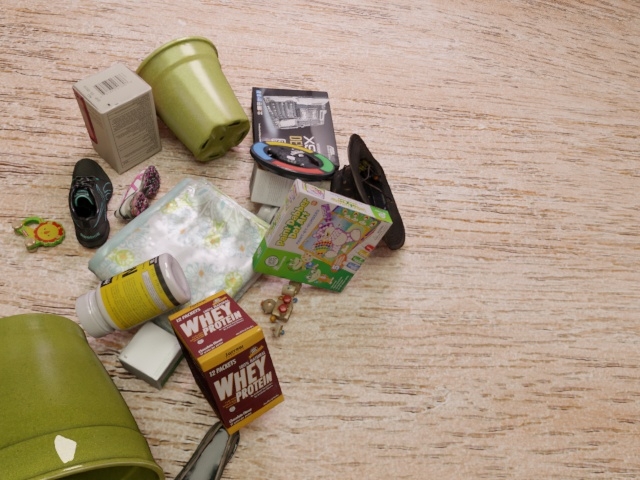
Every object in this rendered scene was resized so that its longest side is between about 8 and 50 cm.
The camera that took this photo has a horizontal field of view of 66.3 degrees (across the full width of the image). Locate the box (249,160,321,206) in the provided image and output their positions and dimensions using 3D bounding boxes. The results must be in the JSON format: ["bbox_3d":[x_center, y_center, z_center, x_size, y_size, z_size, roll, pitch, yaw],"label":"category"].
[{"bbox_3d":[-0.098,-0.151,1.316,0.171,0.091,0.130,10,21,-15],"label":"box"}]

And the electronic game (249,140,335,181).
[{"bbox_3d":[-0.072,-0.212,1.284,0.229,0.048,0.229,14,25,-7],"label":"electronic game"}]

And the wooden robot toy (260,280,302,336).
[{"bbox_3d":[-0.106,0.152,1.191,0.079,0.076,0.173,15,56,11],"label":"wooden robot toy"}]

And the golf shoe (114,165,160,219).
[{"bbox_3d":[-0.481,-0.130,1.285,0.086,0.067,0.186,-6,45,14],"label":"golf shoe"}]

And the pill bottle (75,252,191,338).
[{"bbox_3d":[-0.394,0.119,1.039,0.209,0.119,0.119,-25,65,-3],"label":"pill bottle"}]

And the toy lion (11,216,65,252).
[{"bbox_3d":[-0.686,-0.022,1.203,0.096,0.034,0.100,-33,70,-34],"label":"toy lion"}]

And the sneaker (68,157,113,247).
[{"bbox_3d":[-0.580,-0.116,1.237,0.101,0.106,0.267,-12,61,-16],"label":"sneaker"}]

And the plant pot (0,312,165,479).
[{"bbox_3d":[-0.509,0.332,0.860,0.367,0.366,0.353,-20,53,-22],"label":"plant pot"}]

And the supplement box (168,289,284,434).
[{"bbox_3d":[-0.192,0.240,0.999,0.129,0.194,0.191,-27,32,-24],"label":"supplement box"}]

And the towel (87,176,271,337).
[{"bbox_3d":[-0.314,0.032,1.208,0.321,0.090,0.374,34,59,11],"label":"towel"}]

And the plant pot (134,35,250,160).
[{"bbox_3d":[-0.337,-0.374,1.370,0.276,0.276,0.254,-33,81,-26],"label":"plant pot"}]

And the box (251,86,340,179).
[{"bbox_3d":[-0.082,-0.323,1.477,0.243,0.076,0.307,0,59,-11],"label":"box"}]

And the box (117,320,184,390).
[{"bbox_3d":[-0.362,0.249,1.066,0.102,0.087,0.101,28,58,7],"label":"box"}]

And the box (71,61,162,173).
[{"bbox_3d":[-0.527,-0.318,1.293,0.127,0.232,0.149,41,60,14],"label":"box"}]

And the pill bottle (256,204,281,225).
[{"bbox_3d":[-0.096,-0.048,1.306,0.137,0.078,0.078,28,58,7],"label":"pill bottle"}]

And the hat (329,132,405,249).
[{"bbox_3d":[0.105,-0.113,1.334,0.134,0.331,0.331,-22,58,21],"label":"hat"}]

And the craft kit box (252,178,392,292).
[{"bbox_3d":[0.000,0.000,1.155,0.247,0.250,0.061,18,35,-22],"label":"craft kit box"}]

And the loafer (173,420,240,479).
[{"bbox_3d":[-0.243,0.473,0.954,0.096,0.084,0.267,24,57,3],"label":"loafer"}]
